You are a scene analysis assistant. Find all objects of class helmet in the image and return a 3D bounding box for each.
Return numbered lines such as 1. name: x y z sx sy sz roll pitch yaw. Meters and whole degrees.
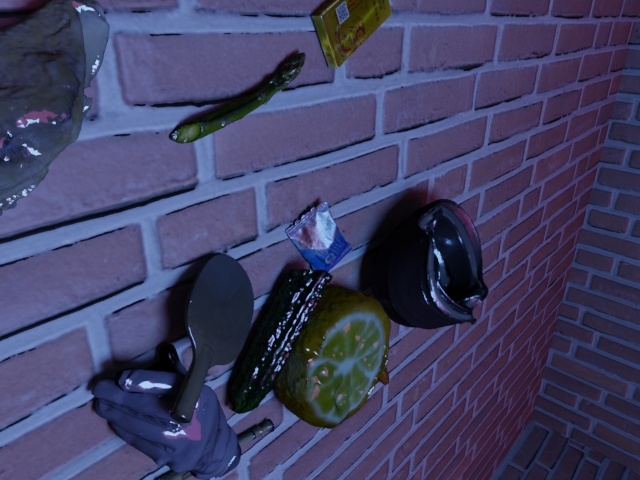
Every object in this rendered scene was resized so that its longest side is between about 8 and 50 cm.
1. helmet: 0.211 0.058 1.031 0.225 0.177 0.305 59 33 -10

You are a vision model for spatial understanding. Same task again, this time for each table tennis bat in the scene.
1. table tennis bat: -0.143 0.123 0.673 0.131 0.022 0.234 58 34 -39

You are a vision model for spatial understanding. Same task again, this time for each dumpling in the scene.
1. dumpling: -0.294 -0.077 0.412 0.332 0.086 0.166 -36 131 -30

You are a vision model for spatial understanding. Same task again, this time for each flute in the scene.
1. flute: -0.165 0.348 0.833 0.233 0.027 0.027 -12 116 -49

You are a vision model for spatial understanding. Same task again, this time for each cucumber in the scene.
1. cucumber: -0.071 0.159 0.818 0.077 0.077 0.265 39 74 -52

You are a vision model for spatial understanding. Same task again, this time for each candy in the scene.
1. candy: 0.001 0.000 0.864 0.088 0.038 0.136 -42 131 -12
2. candy: 0.028 0.211 0.935 0.260 0.118 0.259 -24 123 -44

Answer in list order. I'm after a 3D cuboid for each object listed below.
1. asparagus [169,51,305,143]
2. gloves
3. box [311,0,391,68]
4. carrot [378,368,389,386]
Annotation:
1. asparagus: -0.093 -0.182 0.657 0.236 0.027 0.034 -43 125 -31
2. gloves: -0.189 0.244 0.700 0.285 0.119 0.142 55 32 -45
3. box: 0.051 -0.339 0.766 0.156 0.022 0.089 -51 139 -22
4. carrot: 0.129 0.282 1.158 0.057 0.057 0.224 -54 144 -19
